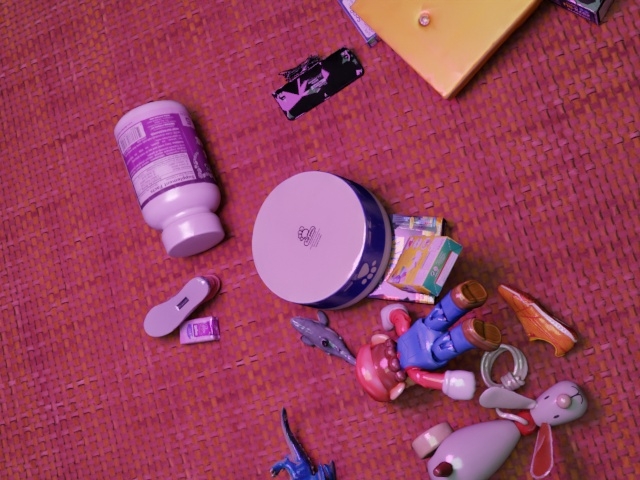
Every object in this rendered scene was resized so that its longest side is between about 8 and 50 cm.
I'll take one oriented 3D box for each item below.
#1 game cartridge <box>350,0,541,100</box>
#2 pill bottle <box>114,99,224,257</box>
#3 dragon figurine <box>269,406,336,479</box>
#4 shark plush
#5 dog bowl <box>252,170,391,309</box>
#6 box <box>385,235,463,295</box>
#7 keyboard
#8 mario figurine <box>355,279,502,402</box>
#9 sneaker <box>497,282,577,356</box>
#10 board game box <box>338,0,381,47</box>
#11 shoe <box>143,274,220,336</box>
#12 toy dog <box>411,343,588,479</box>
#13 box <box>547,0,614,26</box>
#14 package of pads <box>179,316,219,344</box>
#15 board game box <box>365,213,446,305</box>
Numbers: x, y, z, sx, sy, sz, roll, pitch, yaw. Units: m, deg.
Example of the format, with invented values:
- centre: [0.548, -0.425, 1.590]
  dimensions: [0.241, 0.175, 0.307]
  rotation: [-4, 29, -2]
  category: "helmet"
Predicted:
- centre: [0.260, -0.482, 1.785]
  dimensions: [0.323, 0.053, 0.285]
  rotation: [-47, 74, 15]
  category: "game cartridge"
- centre: [-0.306, -0.125, 1.916]
  dimensions: [0.169, 0.169, 0.301]
  rotation: [-26, 75, 13]
  category: "pill bottle"
- centre: [-0.017, 0.466, 1.772]
  dimensions: [0.144, 0.085, 0.289]
  rotation: [-1, 82, 18]
  category: "dragon figurine"
- centre: [0.009, 0.206, 1.813]
  dimensions: [0.073, 0.067, 0.161]
  rotation: [-45, 71, 7]
  category: "shark plush"
- centre: [0.000, 0.000, 1.799]
  dimensions: [0.265, 0.104, 0.264]
  rotation: [-7, 77, 30]
  category: "dog bowl"
- centre: [0.184, 0.045, 1.688]
  dimensions: [0.043, 0.179, 0.105]
  rotation: [32, 81, -18]
  category: "box"
- centre: [-0.010, -0.340, 1.929]
  dimensions: [0.192, 0.038, 0.100]
  rotation: [-31, 97, 11]
  category: "keyboard"
- centre: [0.199, 0.196, 1.690]
  dimensions: [0.170, 0.198, 0.320]
  rotation: [39, 132, -15]
  category: "mario figurine"
- centre: [0.390, 0.146, 1.699]
  dimensions: [0.175, 0.064, 0.067]
  rotation: [44, 106, 22]
  category: "sneaker"
- centre: [0.102, -0.519, 1.909]
  dimensions: [0.136, 0.035, 0.201]
  rotation: [-34, 73, 11]
  category: "board game box"
- centre: [-0.285, 0.135, 1.917]
  dimensions: [0.178, 0.081, 0.063]
  rotation: [-40, 83, 16]
  category: "shoe"
- centre: [0.306, 0.350, 1.634]
  dimensions: [0.220, 0.161, 0.333]
  rotation: [38, 91, 19]
  category: "toy dog"
- centre: [0.462, -0.603, 1.780]
  dimensions: [0.322, 0.079, 0.257]
  rotation: [32, 95, 20]
  category: "box"
- centre: [-0.254, 0.188, 1.923]
  dimensions: [0.083, 0.032, 0.050]
  rotation: [-10, 81, 17]
  category: "package of pads"
- centre: [0.166, 0.036, 1.797]
  dimensions: [0.141, 0.048, 0.170]
  rotation: [4, 83, 18]
  category: "board game box"
